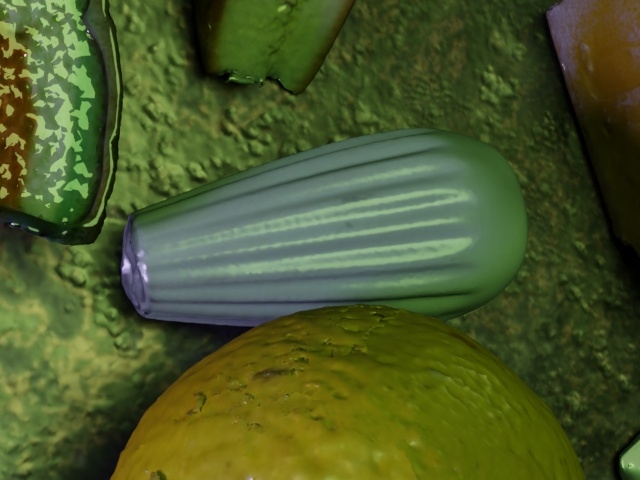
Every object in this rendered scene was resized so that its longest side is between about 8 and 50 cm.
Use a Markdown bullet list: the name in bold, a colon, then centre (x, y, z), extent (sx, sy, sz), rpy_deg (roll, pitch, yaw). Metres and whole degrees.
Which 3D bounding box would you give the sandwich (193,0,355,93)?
- **sandwich**: centre (-0.018, -0.225, 0.761), extent (0.122, 0.128, 0.236), rpy_deg (14, 120, -23)

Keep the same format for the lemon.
- **lemon**: centre (0.017, 0.162, 0.638), extent (0.310, 0.257, 0.258), rpy_deg (-19, 90, -55)

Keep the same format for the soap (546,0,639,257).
- **soap**: centre (0.269, -0.075, 0.847), extent (0.080, 0.160, 0.258), rpy_deg (-17, 89, -25)

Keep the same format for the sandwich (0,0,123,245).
- **sandwich**: centre (-0.218, -0.114, 0.657), extent (0.212, 0.109, 0.292), rpy_deg (-35, 95, -19)

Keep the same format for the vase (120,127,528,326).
- **vase**: centre (0.000, 0.000, 0.734), extent (0.248, 0.128, 0.128), rpy_deg (-8, 86, -17)

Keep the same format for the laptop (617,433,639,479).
- **laptop**: centre (0.356, 0.229, 0.922), extent (0.187, 0.015, 0.269), rpy_deg (-35, 98, -25)
